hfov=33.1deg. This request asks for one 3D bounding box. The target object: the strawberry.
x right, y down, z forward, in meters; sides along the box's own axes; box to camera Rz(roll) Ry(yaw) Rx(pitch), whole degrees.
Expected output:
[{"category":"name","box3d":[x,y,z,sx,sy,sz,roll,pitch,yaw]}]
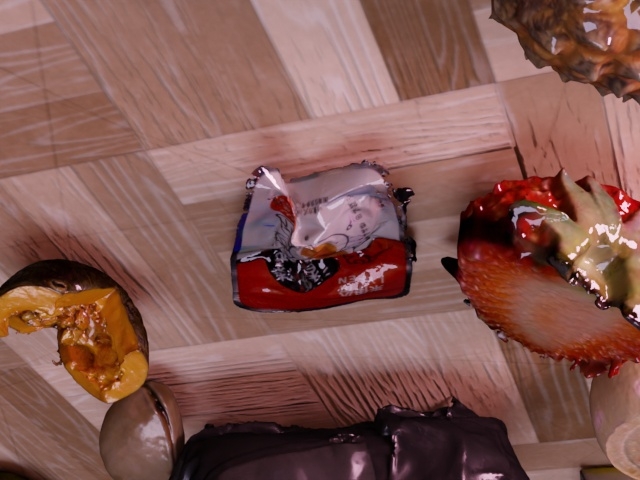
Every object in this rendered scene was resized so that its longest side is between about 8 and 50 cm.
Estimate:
[{"category":"strawberry","box3d":[0.234,0.025,1.039,0.233,0.138,0.306,28,167,1]}]

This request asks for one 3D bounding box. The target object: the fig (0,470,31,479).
[{"category":"fig","box3d":[-0.452,0.398,1.623,0.185,0.133,0.127,-21,136,-30]}]

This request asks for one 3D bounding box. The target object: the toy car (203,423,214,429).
[{"category":"toy car","box3d":[-0.126,0.310,1.486,0.071,0.062,0.165,4,143,3]}]

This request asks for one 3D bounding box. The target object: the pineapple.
[{"category":"pineapple","box3d":[0.279,-0.156,0.760,0.361,0.175,0.175,15,145,-38]}]

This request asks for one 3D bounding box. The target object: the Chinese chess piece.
[{"category":"Chinese chess piece","box3d":[0.441,0.185,1.214,0.270,0.112,0.270,4,144,3]}]

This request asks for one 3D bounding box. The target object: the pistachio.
[{"category":"pistachio","box3d":[-0.223,0.248,1.372,0.108,0.126,0.185,-23,140,-29]}]

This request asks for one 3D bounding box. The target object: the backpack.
[{"category":"backpack","box3d":[0.029,0.350,1.342,0.445,0.255,0.363,6,127,-6]}]

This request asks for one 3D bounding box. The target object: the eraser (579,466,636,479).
[{"category":"eraser","box3d":[0.450,0.391,1.519,0.158,0.069,0.226,-6,142,12]}]

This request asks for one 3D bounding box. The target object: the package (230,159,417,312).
[{"category":"package","box3d":[0.000,0.000,1.065,0.194,0.071,0.269,5,156,4]}]

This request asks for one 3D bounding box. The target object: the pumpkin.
[{"category":"pumpkin","box3d":[-0.263,0.081,1.162,0.119,0.108,0.183,-29,125,27]}]
